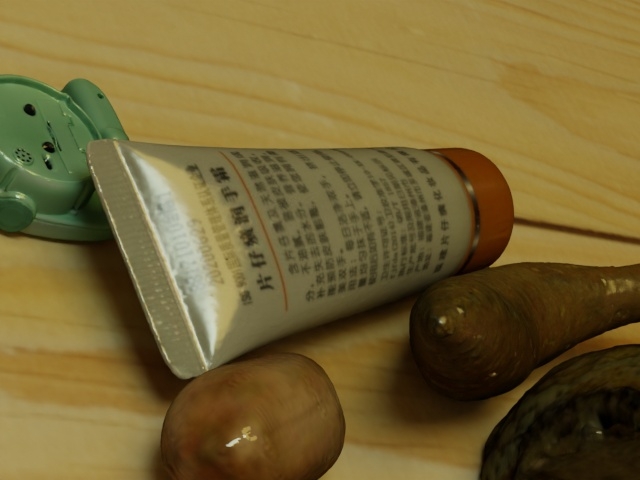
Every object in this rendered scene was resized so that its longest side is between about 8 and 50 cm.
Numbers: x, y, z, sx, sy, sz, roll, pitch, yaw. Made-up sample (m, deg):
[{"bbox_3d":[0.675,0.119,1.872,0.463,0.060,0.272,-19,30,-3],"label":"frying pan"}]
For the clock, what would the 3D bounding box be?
[{"bbox_3d":[-0.165,-0.049,0.956,0.135,0.041,0.101,2,49,-44],"label":"clock"}]

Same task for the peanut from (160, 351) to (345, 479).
[{"bbox_3d":[-0.029,0.097,0.899,0.076,0.076,0.152,48,22,10],"label":"peanut"}]

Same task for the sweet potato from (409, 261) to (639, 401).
[{"bbox_3d":[0.126,0.053,1.079,0.346,0.108,0.079,-8,88,-55],"label":"sweet potato"}]

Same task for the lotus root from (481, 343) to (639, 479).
[{"bbox_3d":[0.257,0.129,1.075,0.314,0.210,0.142,32,43,-38],"label":"lotus root"}]

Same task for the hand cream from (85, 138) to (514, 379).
[{"bbox_3d":[0.000,0.000,1.019,0.314,0.089,0.140,-3,68,-51],"label":"hand cream"}]
